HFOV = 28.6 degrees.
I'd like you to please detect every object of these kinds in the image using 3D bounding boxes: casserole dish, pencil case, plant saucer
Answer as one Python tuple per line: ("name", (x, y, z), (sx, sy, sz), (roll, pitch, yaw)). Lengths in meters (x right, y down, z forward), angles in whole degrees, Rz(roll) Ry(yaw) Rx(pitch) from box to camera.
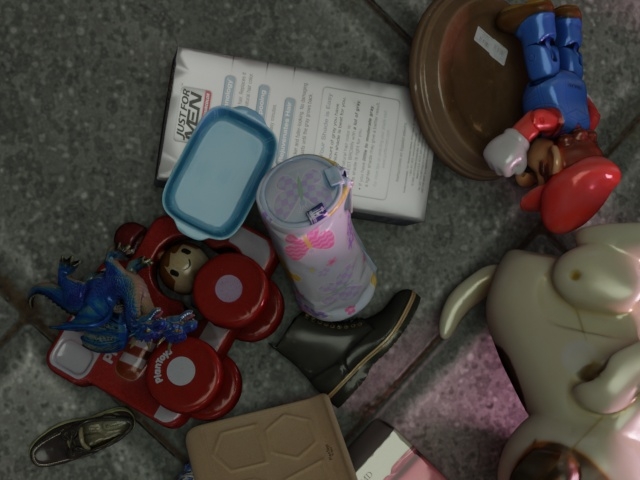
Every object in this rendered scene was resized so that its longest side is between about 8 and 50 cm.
("casserole dish", (-0.133, -0.088, 1.661), (0.114, 0.037, 0.188), (27, 83, -7))
("pencil case", (0.000, 0.000, 1.676), (0.124, 0.273, 0.113), (-33, 57, -10))
("plant saucer", (0.234, -0.223, 1.770), (0.278, 0.041, 0.277), (3, 85, -40))

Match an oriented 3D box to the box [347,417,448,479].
("box", (0.122, 0.384, 1.755), (0.232, 0.127, 0.148), (44, 83, -6))

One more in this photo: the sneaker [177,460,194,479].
("sneaker", (-0.174, 0.350, 1.743), (0.211, 0.080, 0.081), (-24, 63, -6))

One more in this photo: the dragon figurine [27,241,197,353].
("dragon figurine", (-0.293, 0.093, 1.627), (0.289, 0.085, 0.144), (-12, 61, 25))

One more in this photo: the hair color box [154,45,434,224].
("hair color box", (-0.033, -0.140, 1.755), (0.375, 0.113, 0.185), (9, 86, -10))

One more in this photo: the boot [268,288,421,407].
("boot", (0.036, 0.119, 1.781), (0.137, 0.077, 0.198), (39, 81, -1))

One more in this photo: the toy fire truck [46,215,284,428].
("toy fire truck", (-0.203, 0.095, 1.706), (0.254, 0.169, 0.302), (27, 83, 11))

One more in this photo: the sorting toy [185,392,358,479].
("sorting toy", (-0.064, 0.312, 1.689), (0.208, 0.038, 0.193), (-16, 49, -6))

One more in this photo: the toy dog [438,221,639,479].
("toy dog", (0.348, 0.205, 1.683), (0.396, 0.284, 0.407), (4, 66, 8))

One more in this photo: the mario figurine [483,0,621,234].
("mario figurine", (0.304, -0.163, 1.750), (0.198, 0.170, 0.320), (-4, 79, -8))

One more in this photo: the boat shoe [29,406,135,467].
("boat shoe", (-0.328, 0.270, 1.723), (0.152, 0.049, 0.056), (-24, 92, -9))
